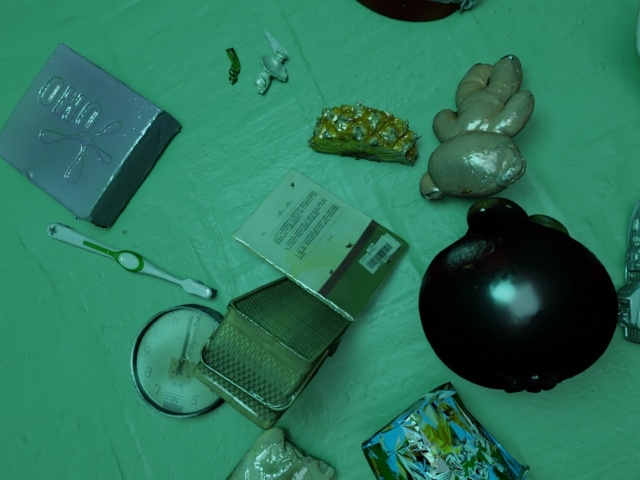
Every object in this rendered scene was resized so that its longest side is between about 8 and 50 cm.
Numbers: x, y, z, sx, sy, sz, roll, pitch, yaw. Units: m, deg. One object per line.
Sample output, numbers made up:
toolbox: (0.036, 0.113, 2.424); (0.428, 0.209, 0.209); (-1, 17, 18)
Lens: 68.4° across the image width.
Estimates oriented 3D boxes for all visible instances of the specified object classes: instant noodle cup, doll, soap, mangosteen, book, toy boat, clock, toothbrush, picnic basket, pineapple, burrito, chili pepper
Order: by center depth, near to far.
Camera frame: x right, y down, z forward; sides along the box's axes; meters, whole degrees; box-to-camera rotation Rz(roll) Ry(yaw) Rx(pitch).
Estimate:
mangosteen: (0.304, 0.082, 0.756); (0.297, 0.297, 0.313); (-4, 86, 8)
instant noodle cup: (0.189, 0.365, 0.780); (0.240, 0.240, 0.178); (-38, 70, 3)
picnic basket: (-0.070, 0.177, 0.810); (0.165, 0.267, 0.139); (34, 106, 13)
toy boat: (0.564, 0.051, 0.825); (0.085, 0.078, 0.260); (6, 86, -6)
burrito: (-0.136, 0.507, 0.869); (0.347, 0.107, 0.175); (-46, 66, -1)
doll: (0.313, -0.200, 0.882); (0.201, 0.156, 0.303); (-3, 57, 48)
pineapple: (0.079, -0.208, 0.901); (0.233, 0.135, 0.079); (12, 85, 11)
book: (0.000, 0.000, 0.912); (0.289, 0.026, 0.201); (35, 69, 12)
clock: (-0.269, 0.240, 0.944); (0.226, 0.049, 0.225); (-1, 84, 8)
toothbrush: (-0.408, 0.040, 0.992); (0.418, 0.040, 0.042); (19, 89, 10)
soap: (-0.499, -0.220, 1.007); (0.296, 0.107, 0.285); (33, 91, 12)
chili pepper: (-0.189, -0.378, 1.020); (0.027, 0.022, 0.083); (-2, 81, -25)

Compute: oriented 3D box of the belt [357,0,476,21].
belt: (0.178, -0.575, 0.939); (0.324, 0.115, 0.227); (26, 89, 10)

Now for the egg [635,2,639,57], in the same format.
egg: (0.755, -0.389, 0.725); (0.340, 0.354, 0.354); (-33, 79, -13)

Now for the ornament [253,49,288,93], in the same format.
ornament: (-0.104, -0.358, 0.994); (0.092, 0.041, 0.068); (-30, 102, -7)
